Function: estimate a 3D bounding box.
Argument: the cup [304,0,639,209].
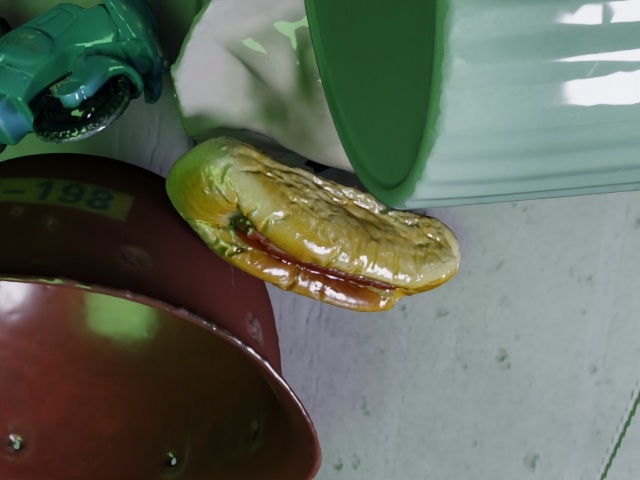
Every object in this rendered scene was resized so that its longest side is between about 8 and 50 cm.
[{"bbox_3d":[0.191,-0.189,0.507,0.393,0.401,0.310,-9,116,-10],"label":"cup"}]

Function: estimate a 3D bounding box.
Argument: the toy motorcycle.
[{"bbox_3d":[-0.233,-0.152,0.834,0.272,0.182,0.123,12,141,32],"label":"toy motorcycle"}]

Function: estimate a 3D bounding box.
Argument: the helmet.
[{"bbox_3d":[-0.180,0.055,0.829,0.385,0.230,0.337,2,138,7],"label":"helmet"}]

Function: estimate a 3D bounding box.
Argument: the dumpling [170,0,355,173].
[{"bbox_3d":[0.028,-0.121,0.699,0.293,0.204,0.163,-31,92,26],"label":"dumpling"}]

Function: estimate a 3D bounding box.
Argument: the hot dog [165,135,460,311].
[{"bbox_3d":[0.000,0.000,0.749,0.243,0.073,0.084,21,142,-32],"label":"hot dog"}]
